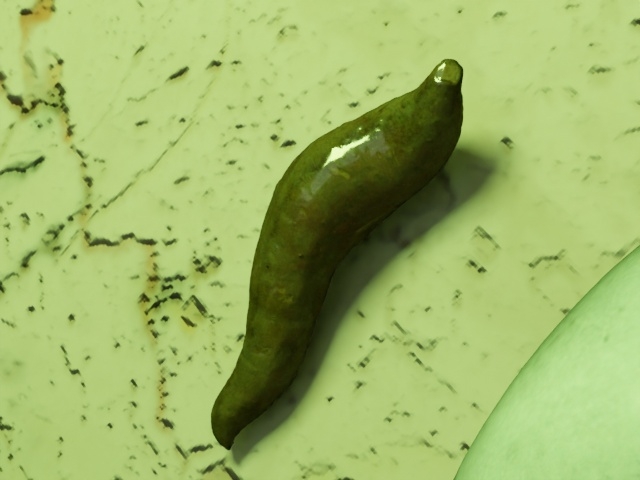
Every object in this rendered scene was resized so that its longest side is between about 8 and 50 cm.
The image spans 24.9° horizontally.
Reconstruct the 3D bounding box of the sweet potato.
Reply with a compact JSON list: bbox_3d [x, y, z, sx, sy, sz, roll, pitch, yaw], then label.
[{"bbox_3d":[-0.002,0.000,0.780,0.069,0.059,0.249,41,106,22],"label":"sweet potato"}]

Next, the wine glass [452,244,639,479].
[{"bbox_3d":[0.191,0.037,0.557,0.190,0.190,0.357,35,100,35],"label":"wine glass"}]
